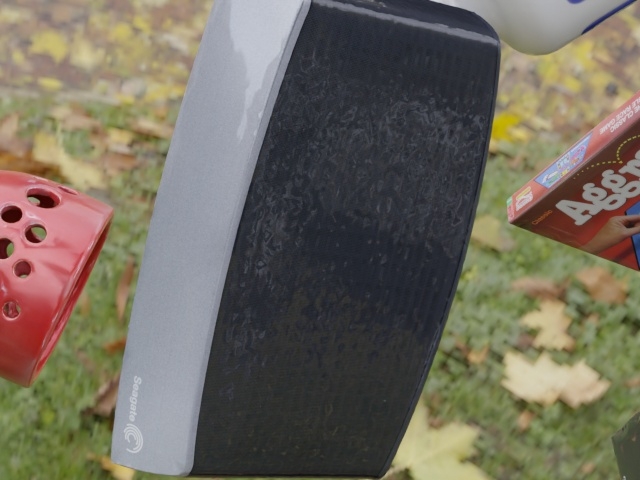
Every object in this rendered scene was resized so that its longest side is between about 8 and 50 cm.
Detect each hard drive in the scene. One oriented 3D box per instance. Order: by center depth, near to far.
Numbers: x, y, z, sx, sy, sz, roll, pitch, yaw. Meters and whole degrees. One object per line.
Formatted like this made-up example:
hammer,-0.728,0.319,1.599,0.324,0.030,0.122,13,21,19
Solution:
hard drive,0.000,0.000,0.791,0.172,0.255,0.054,8,11,-38

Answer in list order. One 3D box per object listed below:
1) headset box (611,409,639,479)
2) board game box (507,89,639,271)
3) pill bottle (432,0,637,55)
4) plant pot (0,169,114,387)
headset box,0.382,0.236,1.313,0.293,0.110,0.218,-5,68,-11
board game box,0.280,-0.070,1.185,0.145,0.281,0.027,20,50,-26
pill bottle,0.145,-0.203,0.931,0.272,0.152,0.152,-31,62,2
plant pot,-0.308,0.019,1.512,0.174,0.191,0.191,26,49,-6
